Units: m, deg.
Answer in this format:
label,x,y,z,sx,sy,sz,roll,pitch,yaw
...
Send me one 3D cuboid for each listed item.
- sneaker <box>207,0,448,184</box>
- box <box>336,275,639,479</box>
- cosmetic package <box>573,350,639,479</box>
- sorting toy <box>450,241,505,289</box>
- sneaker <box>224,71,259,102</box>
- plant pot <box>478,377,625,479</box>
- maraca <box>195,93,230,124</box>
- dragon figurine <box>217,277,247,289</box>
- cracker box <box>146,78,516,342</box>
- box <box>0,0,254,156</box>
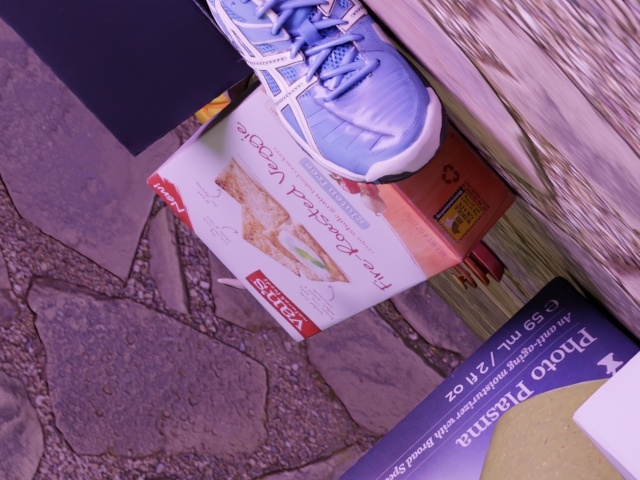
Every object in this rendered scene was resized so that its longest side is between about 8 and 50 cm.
label,x,y,z,sx,sy,sz,roll,pitch,yaw
sneaker,-0.012,-0.109,1.067,0.211,0.080,0.081,46,-179,31
box,0.159,0.232,1.218,0.294,0.296,0.183,45,178,45
cosmetic package,0.272,0.196,0.644,0.377,0.097,0.284,47,-178,-16
sorting toy,0.111,0.005,1.657,0.102,0.042,0.061,47,179,25
sneaker,0.019,-0.057,1.377,0.162,0.106,0.281,44,178,18
plant pot,0.167,0.225,0.954,0.275,0.274,0.294,48,-144,-61
maraca,-0.061,-0.147,1.560,0.127,0.099,0.186,36,149,25
dragon figurine,0.000,0.000,1.718,0.085,0.289,0.144,45,142,-2
cracker box,0.000,-0.032,1.237,0.156,0.067,0.232,47,151,-7
box,-0.151,-0.202,1.223,0.184,0.103,0.261,45,-165,-33
